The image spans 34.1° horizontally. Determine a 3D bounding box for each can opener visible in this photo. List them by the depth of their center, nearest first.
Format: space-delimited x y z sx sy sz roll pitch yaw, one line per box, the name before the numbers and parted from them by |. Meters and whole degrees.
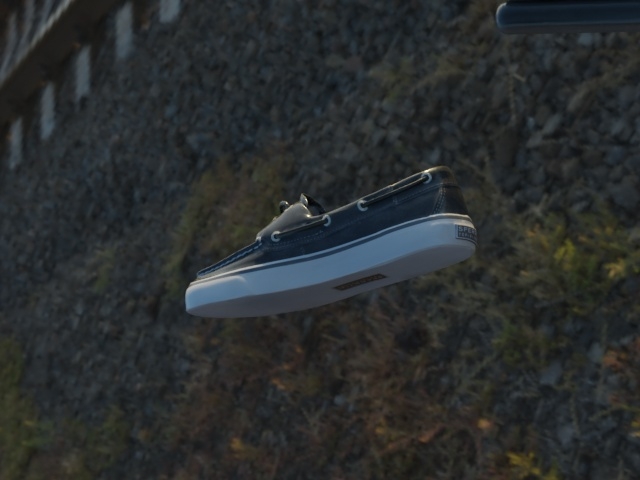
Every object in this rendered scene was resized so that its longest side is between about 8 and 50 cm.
can opener | 0.297 -0.219 0.902 0.095 0.283 0.076 -40 -51 -62

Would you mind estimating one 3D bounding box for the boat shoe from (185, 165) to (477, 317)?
boat shoe | 0.000 0.000 0.761 0.228 0.080 0.076 -18 70 26
